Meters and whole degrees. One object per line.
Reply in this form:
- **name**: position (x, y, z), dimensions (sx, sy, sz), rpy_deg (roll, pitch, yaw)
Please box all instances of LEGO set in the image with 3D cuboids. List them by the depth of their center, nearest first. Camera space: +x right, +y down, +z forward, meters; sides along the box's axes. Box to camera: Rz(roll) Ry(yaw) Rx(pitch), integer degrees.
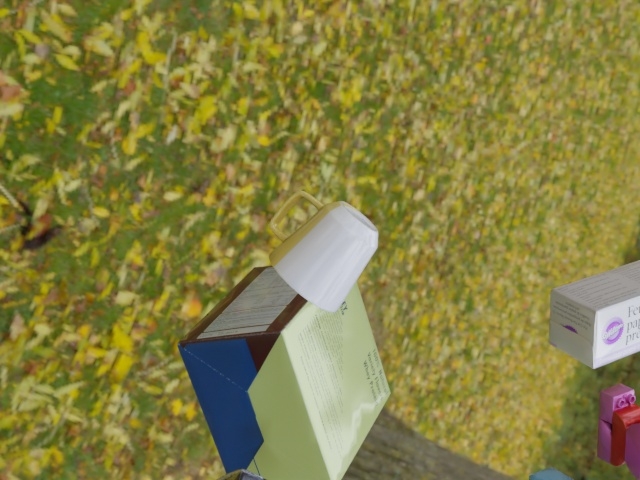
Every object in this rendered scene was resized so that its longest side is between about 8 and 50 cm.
- **LEGO set**: position (0.182, 0.217, 0.565), dimensions (0.087, 0.093, 0.227), rpy_deg (-12, 109, -29)

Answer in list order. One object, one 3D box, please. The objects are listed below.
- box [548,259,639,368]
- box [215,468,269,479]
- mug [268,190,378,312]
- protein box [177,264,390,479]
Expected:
- **box**: position (0.377, 0.048, 0.963), dimensions (0.324, 0.067, 0.063), rpy_deg (-15, 114, -27)
- **box**: position (-0.043, 0.305, 0.723), dimensions (0.108, 0.153, 0.207), rpy_deg (-44, -159, 59)
- **mug**: position (0.001, 0.002, 0.657), dimensions (0.064, 0.078, 0.062), rpy_deg (-50, -177, 12)
- **protein box**: position (-0.034, 0.152, 1.093), dimensions (0.201, 0.136, 0.199), rpy_deg (-47, 124, -57)
